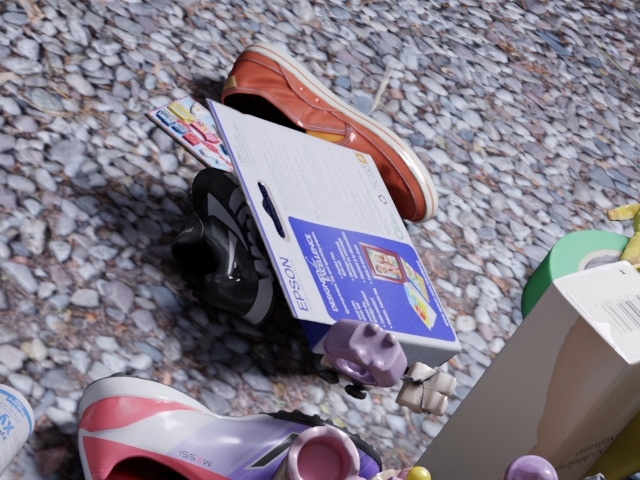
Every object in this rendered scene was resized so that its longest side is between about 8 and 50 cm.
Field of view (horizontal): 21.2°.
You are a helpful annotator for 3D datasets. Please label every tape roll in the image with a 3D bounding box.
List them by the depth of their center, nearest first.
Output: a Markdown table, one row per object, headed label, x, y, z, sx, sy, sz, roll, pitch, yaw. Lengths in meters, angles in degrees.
| label | x | y | z | sx | sy | sz | roll | pitch | yaw |
| --- | --- | --- | --- | --- | --- | --- | --- | --- | --- |
| tape roll | 0.422 | 0.122 | 2.257 | 0.321 | 0.077 | 0.321 | 22 | 34 | -16 |

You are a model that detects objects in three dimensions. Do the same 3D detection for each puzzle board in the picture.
| label | x | y | z | sx | sy | sz | roll | pitch | yaw |
| --- | --- | --- | --- | --- | --- | --- | --- | --- | --- |
| puzzle board | -0.148 | -0.136 | 2.187 | 0.128 | 0.011 | 0.096 | 40 | 34 | 12 |

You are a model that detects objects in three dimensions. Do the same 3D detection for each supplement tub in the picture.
| label | x | y | z | sx | sy | sz | roll | pitch | yaw |
| --- | --- | --- | --- | --- | --- | --- | --- | --- | --- |
| supplement tub | -0.314 | 0.186 | 1.571 | 0.071 | 0.071 | 0.107 | 31 | 32 | -2 |

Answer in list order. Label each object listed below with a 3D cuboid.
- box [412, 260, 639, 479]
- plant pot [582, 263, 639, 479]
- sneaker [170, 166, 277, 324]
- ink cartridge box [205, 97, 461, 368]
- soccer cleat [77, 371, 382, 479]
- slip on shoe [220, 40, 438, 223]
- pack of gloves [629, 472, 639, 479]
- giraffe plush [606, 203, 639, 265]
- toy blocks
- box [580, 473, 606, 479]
| label | x | y | z | sx | sy | sz | roll | pitch | yaw |
| --- | --- | --- | --- | --- | --- | --- | --- | --- | --- |
| box | 0.242 | 0.178 | 1.816 | 0.148 | 0.311 | 0.121 | -13 | 54 | -46 |
| plant pot | 0.340 | 0.171 | 1.957 | 0.212 | 0.187 | 0.212 | -8 | 56 | -52 |
| sneaker | -0.126 | -0.006 | 1.971 | 0.106 | 0.078 | 0.234 | 12 | 40 | -32 |
| ink cartridge box | 0.000 | 0.000 | 1.988 | 0.307 | 0.072 | 0.303 | 12 | 46 | -47 |
| soccer cleat | -0.088 | 0.224 | 1.690 | 0.318 | 0.108 | 0.116 | 16 | 49 | -20 |
| slip on shoe | 0.009 | -0.124 | 2.227 | 0.331 | 0.123 | 0.101 | 38 | 63 | 3 |
| pack of gloves | 0.286 | 0.234 | 2.045 | 0.232 | 0.046 | 0.195 | 45 | 30 | 6 |
| giraffe plush | 0.505 | -0.033 | 2.300 | 0.181 | 0.170 | 0.210 | 16 | 36 | -23 |
| toy blocks | 0.093 | 0.241 | 1.550 | 0.289 | 0.260 | 0.309 | 29 | 71 | -3 |
| box | 0.305 | 0.426 | 1.650 | 0.293 | 0.073 | 0.295 | 55 | 27 | -20 |
